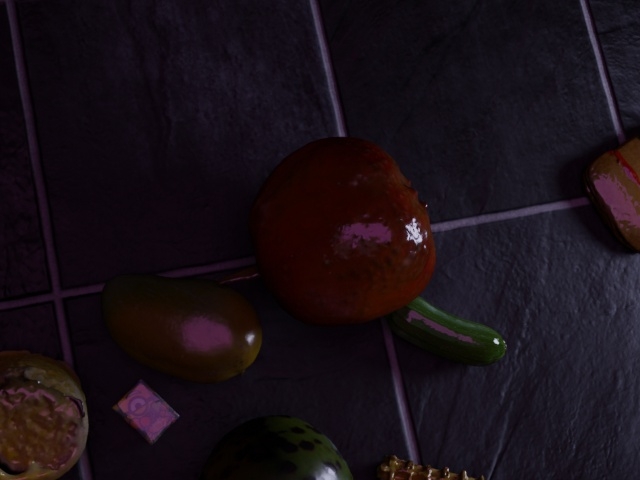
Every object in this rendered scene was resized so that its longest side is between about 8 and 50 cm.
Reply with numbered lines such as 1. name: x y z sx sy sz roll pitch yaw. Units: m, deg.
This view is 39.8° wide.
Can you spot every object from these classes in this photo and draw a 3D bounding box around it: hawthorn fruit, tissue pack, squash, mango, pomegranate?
1. hawthorn fruit: 0.000 0.000 1.321 0.330 0.287 0.287 -24 84 -3
2. tissue pack: -0.263 0.259 1.336 0.083 0.035 0.063 46 75 0
3. squash: 0.194 0.145 1.422 0.219 0.068 0.077 26 91 -4
4. mango: -0.211 0.127 1.331 0.251 0.114 0.156 15 84 -8
5. pomegranate: -0.028 0.386 1.250 0.306 0.242 0.242 32 75 -8

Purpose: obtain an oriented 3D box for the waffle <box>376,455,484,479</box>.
1. waffle: 0.181 0.384 1.359 0.160 0.046 0.192 -37 65 -27

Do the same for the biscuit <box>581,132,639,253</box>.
1. biscuit: 0.620 -0.074 1.549 0.277 0.052 0.262 -24 83 -14

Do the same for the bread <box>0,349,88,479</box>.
1. bread: -0.420 0.250 1.243 0.197 0.170 0.197 2 85 -21
